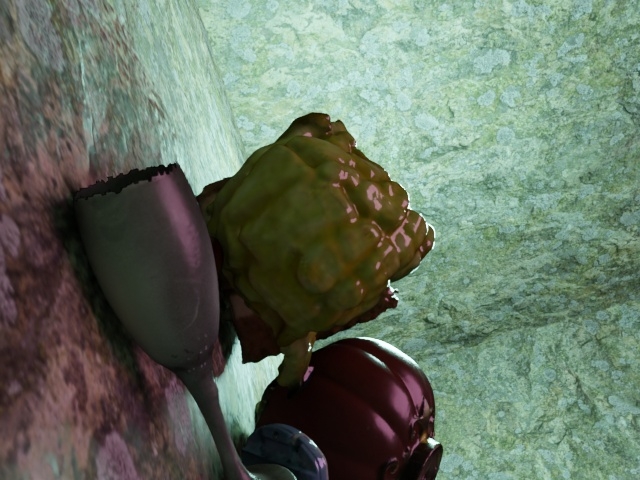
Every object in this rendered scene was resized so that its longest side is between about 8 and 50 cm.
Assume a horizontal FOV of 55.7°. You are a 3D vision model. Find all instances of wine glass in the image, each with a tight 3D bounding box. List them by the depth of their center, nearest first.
[{"bbox_3d":[-0.120,0.073,0.575,0.264,0.096,0.309,-124,-164,-73],"label":"wine glass"}]

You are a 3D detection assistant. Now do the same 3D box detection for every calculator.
[{"bbox_3d":[-0.035,0.303,0.652,0.121,0.039,0.210,-3,-86,47],"label":"calculator"}]

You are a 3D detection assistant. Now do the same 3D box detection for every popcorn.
[{"bbox_3d":[-0.006,-0.007,0.734,0.237,0.293,0.293,44,-7,10],"label":"popcorn"}]

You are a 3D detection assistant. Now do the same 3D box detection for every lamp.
[{"bbox_3d":[0.037,0.287,0.869,0.257,0.303,0.303,22,-34,30],"label":"lamp"}]

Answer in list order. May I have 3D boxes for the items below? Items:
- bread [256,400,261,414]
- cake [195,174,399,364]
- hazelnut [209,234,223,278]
[{"bbox_3d":[-0.066,0.305,1.026,0.083,0.070,0.076,145,-70,-86],"label":"bread"},{"bbox_3d":[-0.049,0.013,0.983,0.256,0.282,0.290,-158,-132,-81],"label":"cake"},{"bbox_3d":[-0.138,0.026,0.634,0.086,0.087,0.086,164,-90,-89],"label":"hazelnut"}]
